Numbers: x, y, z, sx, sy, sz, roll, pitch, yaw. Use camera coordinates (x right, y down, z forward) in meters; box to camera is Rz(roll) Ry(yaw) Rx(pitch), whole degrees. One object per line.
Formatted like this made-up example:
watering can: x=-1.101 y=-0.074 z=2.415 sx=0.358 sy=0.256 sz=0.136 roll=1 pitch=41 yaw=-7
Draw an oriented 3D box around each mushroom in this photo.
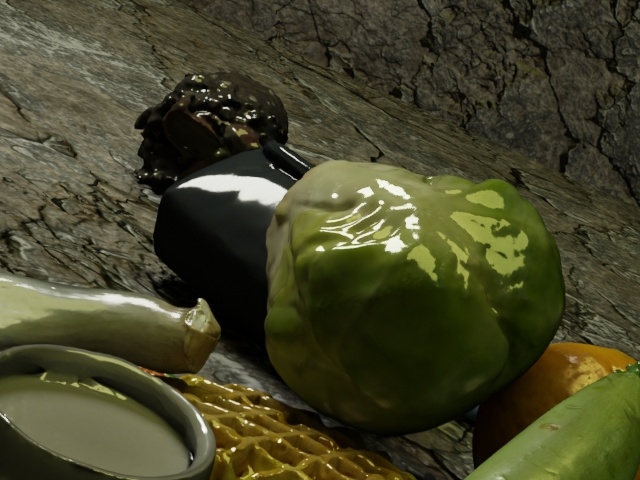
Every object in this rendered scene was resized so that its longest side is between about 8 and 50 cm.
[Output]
mushroom: x=-0.229 y=0.078 z=1.382 sx=0.278 sy=0.099 sz=0.096 roll=4 pitch=-1 yaw=-10

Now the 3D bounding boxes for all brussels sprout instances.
brussels sprout: x=0.073 y=0.052 z=1.474 sx=0.316 sy=0.274 sz=0.243 roll=18 pitch=-27 yaw=19

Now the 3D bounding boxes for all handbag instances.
handbag: x=0.000 y=-0.002 z=1.751 sx=0.302 sy=0.178 sz=0.275 roll=36 pitch=49 yaw=26

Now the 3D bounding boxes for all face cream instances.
face cream: x=-0.177 y=0.192 z=1.014 sx=0.175 sy=0.195 sz=0.175 roll=22 pitch=18 yaw=-8

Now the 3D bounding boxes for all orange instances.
orange: x=0.260 y=0.209 z=1.526 sx=0.219 sy=0.193 sz=0.219 roll=-2 pitch=56 yaw=2

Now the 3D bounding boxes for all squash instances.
squash: x=0.202 y=0.216 z=1.317 sx=0.118 sy=0.118 sz=0.370 roll=32 pitch=42 yaw=26

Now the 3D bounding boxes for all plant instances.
plant: x=-0.149 y=-0.132 z=2.083 sx=0.204 sy=0.178 sz=0.234 roll=36 pitch=28 yaw=2

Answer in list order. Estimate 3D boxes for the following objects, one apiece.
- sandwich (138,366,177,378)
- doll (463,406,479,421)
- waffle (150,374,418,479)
sandwich: x=-0.202 y=0.128 z=1.460 sx=0.135 sy=0.029 sz=0.067 roll=14 pitch=20 yaw=-24
doll: x=0.231 y=0.209 z=1.745 sx=0.206 sy=0.067 sz=0.110 roll=19 pitch=5 yaw=21
waffle: x=-0.045 y=0.192 z=1.354 sx=0.329 sy=0.062 sz=0.329 roll=22 pitch=7 yaw=-3
